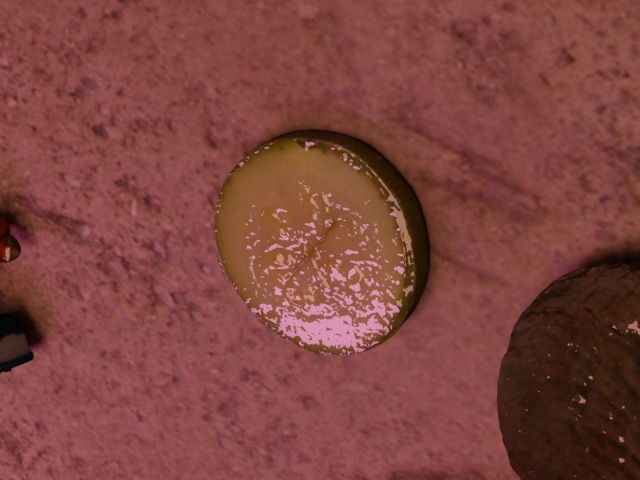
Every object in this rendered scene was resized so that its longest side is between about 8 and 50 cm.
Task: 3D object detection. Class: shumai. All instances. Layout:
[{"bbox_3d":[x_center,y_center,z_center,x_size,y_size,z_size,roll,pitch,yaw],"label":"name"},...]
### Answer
[{"bbox_3d":[0.285,0.155,1.280,0.222,0.204,0.271,-21,67,35],"label":"shumai"}]

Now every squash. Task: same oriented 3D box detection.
[{"bbox_3d":[-0.002,0.002,1.414,0.219,0.041,0.219,14,120,25],"label":"squash"}]

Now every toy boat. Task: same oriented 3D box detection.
[{"bbox_3d":[-0.451,0.131,1.726,0.299,0.096,0.061,-10,98,37],"label":"toy boat"}]

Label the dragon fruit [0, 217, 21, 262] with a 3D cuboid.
[{"bbox_3d":[-0.420,0.015,1.623,0.208,0.150,0.133,-8,156,10],"label":"dragon fruit"}]
